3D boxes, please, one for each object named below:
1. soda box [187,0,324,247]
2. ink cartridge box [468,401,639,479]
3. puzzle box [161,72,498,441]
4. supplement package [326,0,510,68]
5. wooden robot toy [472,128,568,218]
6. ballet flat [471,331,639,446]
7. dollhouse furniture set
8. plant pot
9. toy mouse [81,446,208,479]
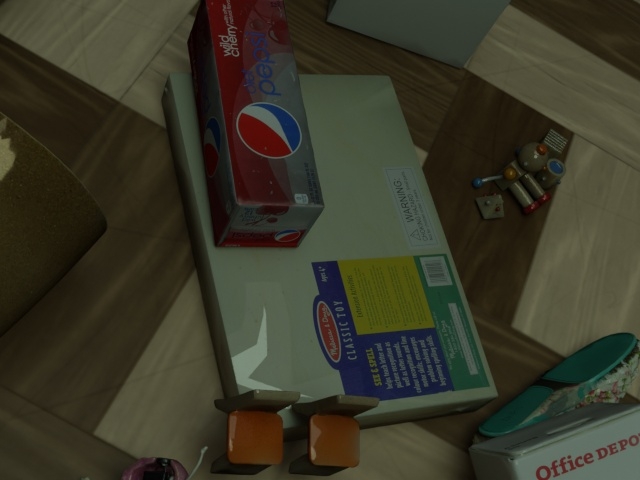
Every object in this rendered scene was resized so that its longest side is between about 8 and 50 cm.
[{"bbox_3d":[-0.071,-0.125,0.915,0.092,0.083,0.263,1,60,-22],"label":"soda box"},{"bbox_3d":[0.243,0.267,0.816,0.154,0.093,0.212,-15,89,-19],"label":"ink cartridge box"},{"bbox_3d":[0.000,0.000,0.952,0.272,0.052,0.408,-3,62,-24],"label":"puzzle box"},{"bbox_3d":[0.142,-0.405,1.161,0.199,0.198,0.262,16,56,-13],"label":"supplement package"},{"bbox_3d":[0.260,-0.087,1.092,0.173,0.079,0.076,-34,77,-33],"label":"wooden robot toy"},{"bbox_3d":[0.252,0.178,0.943,0.241,0.091,0.077,-26,103,-28],"label":"ballet flat"},{"bbox_3d":[0.035,0.257,0.729,0.259,0.135,0.262,9,70,-26],"label":"dollhouse furniture set"},{"bbox_3d":[-0.340,0.024,0.713,0.237,0.237,0.254,32,68,-2],"label":"plant pot"},{"bbox_3d":[-0.145,0.229,0.735,0.031,0.143,0.161,31,82,-50],"label":"toy mouse"}]
